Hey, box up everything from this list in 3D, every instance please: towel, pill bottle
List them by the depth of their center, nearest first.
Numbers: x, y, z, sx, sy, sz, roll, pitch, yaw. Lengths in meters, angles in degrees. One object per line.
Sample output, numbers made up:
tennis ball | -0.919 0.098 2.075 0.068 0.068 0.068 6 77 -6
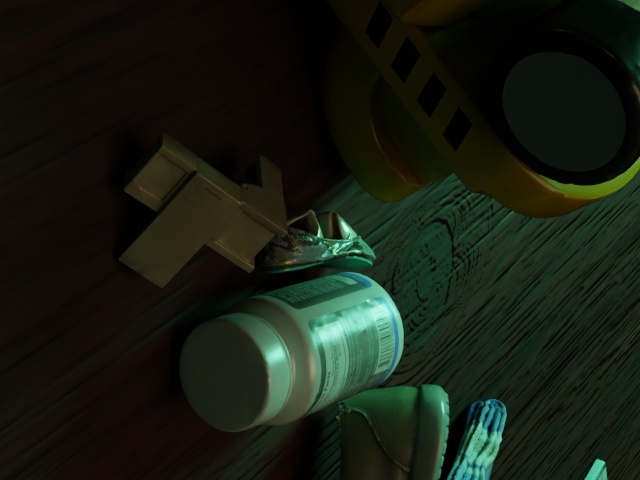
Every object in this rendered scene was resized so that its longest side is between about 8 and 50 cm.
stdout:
pill bottle | -0.016 0.067 0.780 0.137 0.078 0.078 -13 113 -54
towel | 0.103 0.259 0.990 0.285 0.034 0.209 -47 145 -71

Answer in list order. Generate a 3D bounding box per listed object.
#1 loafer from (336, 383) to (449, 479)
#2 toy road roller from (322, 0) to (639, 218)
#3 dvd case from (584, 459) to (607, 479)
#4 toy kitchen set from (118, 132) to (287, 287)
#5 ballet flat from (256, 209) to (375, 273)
loafer | 0.024 0.215 0.906 0.094 0.088 0.251 -27 129 -86
toy road roller | 0.078 -0.162 0.770 0.329 0.241 0.202 52 50 -6
dvd case | 0.288 0.306 1.402 0.087 0.013 0.119 -48 138 -36
toy kitchen set | -0.073 -0.021 0.712 0.083 0.075 0.068 35 112 -23
ballet flat | 0.000 0.000 0.818 0.114 0.041 0.041 0 103 -58
